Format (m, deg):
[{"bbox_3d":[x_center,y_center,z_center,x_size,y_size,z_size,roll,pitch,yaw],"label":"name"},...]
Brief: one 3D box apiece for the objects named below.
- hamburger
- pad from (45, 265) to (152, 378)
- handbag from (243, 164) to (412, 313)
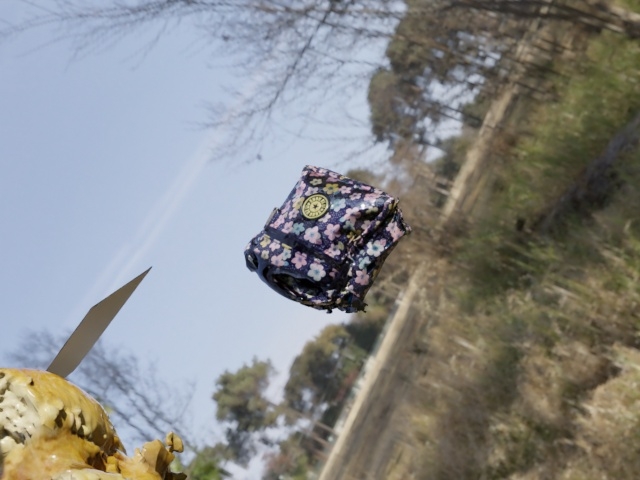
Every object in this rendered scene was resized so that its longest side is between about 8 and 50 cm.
[{"bbox_3d":[-0.258,0.337,0.871,0.287,0.268,0.445,-1,-51,-53],"label":"hamburger"},{"bbox_3d":[-0.263,0.113,0.968,0.190,0.004,0.127,-50,-3,26],"label":"pad"},{"bbox_3d":[0.000,0.000,1.309,0.208,0.229,0.127,-54,-37,-11],"label":"handbag"}]
